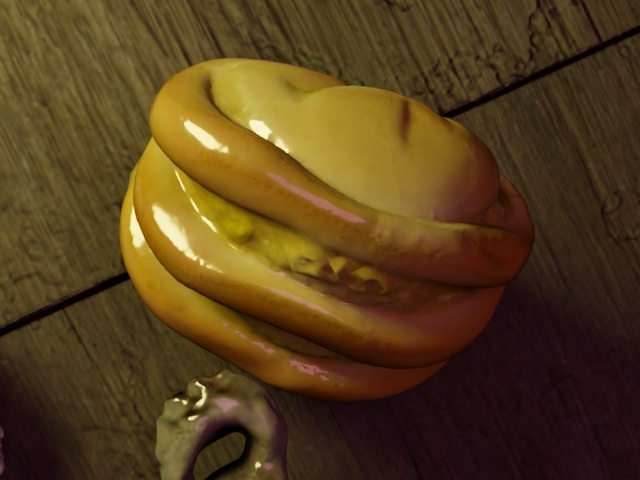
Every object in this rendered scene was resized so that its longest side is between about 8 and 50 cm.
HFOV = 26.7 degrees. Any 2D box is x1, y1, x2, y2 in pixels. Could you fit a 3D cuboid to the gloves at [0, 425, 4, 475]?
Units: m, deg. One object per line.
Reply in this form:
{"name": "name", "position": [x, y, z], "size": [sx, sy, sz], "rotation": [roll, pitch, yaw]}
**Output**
{"name": "gloves", "position": [-0.305, 0.136, 1.037], "size": [0.119, 0.097, 0.229], "rotation": [-1, 94, -11]}

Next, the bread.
{"name": "bread", "position": [0.000, 0.000, 1.027], "size": [0.316, 0.270, 0.211], "rotation": [21, 69, -12]}

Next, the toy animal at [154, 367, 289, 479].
{"name": "toy animal", "position": [-0.144, 0.278, 1.025], "size": [0.344, 0.194, 0.302], "rotation": [-18, 97, -18]}
